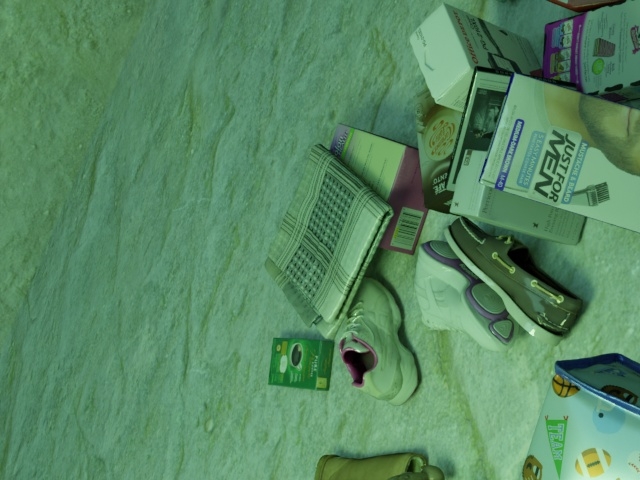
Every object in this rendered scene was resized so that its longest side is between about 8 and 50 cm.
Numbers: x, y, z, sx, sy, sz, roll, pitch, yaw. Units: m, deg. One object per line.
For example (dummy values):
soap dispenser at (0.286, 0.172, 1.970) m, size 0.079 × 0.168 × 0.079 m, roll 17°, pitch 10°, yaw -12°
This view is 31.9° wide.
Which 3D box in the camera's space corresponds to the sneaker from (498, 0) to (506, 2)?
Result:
sneaker at (0.328, -0.579, 2.225) m, size 0.151 × 0.094 × 0.256 m, roll -56°, pitch 40°, yaw 30°

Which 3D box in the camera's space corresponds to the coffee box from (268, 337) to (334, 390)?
coffee box at (-0.045, 0.274, 2.488) m, size 0.184 × 0.040 × 0.113 m, roll -6°, pitch 75°, yaw 52°

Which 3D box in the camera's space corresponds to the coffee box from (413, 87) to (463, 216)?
coffee box at (0.271, -0.189, 2.173) m, size 0.141 × 0.098 × 0.246 m, roll -28°, pitch 58°, yaw 45°

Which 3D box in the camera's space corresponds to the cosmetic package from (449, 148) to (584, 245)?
cosmetic package at (0.346, -0.073, 1.927) m, size 0.085 × 0.231 × 0.117 m, roll 14°, pitch 91°, yaw 59°

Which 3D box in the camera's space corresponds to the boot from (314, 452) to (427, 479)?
boot at (0.085, 0.532, 2.204) m, size 0.269 × 0.089 × 0.236 m, roll -9°, pitch 72°, yaw 50°

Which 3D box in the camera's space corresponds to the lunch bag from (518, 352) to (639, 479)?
lunch bag at (0.465, 0.375, 1.518) m, size 0.385 × 0.239 × 0.328 m, roll 28°, pitch 109°, yaw 37°

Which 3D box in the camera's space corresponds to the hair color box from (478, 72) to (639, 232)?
hair color box at (0.437, -0.127, 1.764) m, size 0.110 × 0.339 × 0.185 m, roll -27°, pitch -46°, yaw -83°

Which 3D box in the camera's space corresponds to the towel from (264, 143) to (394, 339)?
towel at (0.000, 0.000, 2.313) m, size 0.312 × 0.056 × 0.324 m, roll 46°, pitch 120°, yaw 47°

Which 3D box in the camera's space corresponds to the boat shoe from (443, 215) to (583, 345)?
boat shoe at (0.342, 0.050, 2.001) m, size 0.097 × 0.116 × 0.324 m, roll -56°, pitch 45°, yaw 19°

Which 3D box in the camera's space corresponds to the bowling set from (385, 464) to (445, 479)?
bowling set at (0.242, 0.530, 1.985) m, size 0.287 × 0.154 × 0.200 m, roll 25°, pitch 118°, yaw 51°

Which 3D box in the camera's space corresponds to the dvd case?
dvd case at (0.333, -0.182, 1.978) m, size 0.029 × 0.179 × 0.239 m, roll -86°, pitch 6°, yaw -59°

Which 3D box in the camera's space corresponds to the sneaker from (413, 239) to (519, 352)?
sneaker at (0.268, 0.129, 2.096) m, size 0.305 × 0.114 × 0.152 m, roll 54°, pitch 135°, yaw 50°

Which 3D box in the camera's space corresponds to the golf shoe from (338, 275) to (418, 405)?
golf shoe at (0.095, 0.187, 2.255) m, size 0.115 × 0.140 × 0.306 m, roll -50°, pitch 43°, yaw 33°

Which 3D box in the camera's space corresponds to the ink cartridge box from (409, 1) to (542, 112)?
ink cartridge box at (0.299, -0.315, 2.060) m, size 0.100 × 0.237 × 0.172 m, roll -44°, pitch 48°, yaw 35°

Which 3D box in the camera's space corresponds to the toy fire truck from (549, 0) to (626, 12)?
toy fire truck at (0.509, -0.539, 1.941) m, size 0.254 × 0.169 × 0.302 m, roll 30°, pitch 105°, yaw 33°

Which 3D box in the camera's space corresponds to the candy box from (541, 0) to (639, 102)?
candy box at (0.496, -0.319, 1.944) m, size 0.233 × 0.071 × 0.159 m, roll -6°, pitch 75°, yaw 52°

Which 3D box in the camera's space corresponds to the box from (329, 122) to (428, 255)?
box at (0.114, -0.109, 2.338) m, size 0.243 × 0.117 × 0.213 m, roll 26°, pitch 100°, yaw 52°
